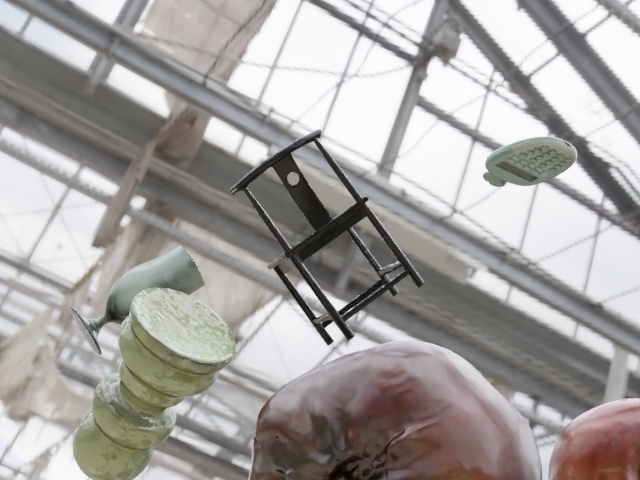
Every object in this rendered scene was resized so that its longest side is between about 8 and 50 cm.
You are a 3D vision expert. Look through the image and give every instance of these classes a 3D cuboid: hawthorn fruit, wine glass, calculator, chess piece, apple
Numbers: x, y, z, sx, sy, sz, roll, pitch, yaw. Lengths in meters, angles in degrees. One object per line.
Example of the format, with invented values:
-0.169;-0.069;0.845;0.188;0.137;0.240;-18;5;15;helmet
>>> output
0.073;0.250;1.038;0.308;0.308;0.325;17;-10;6;hawthorn fruit
-0.285;0.090;1.635;0.093;0.202;0.093;47;-24;28;wine glass
0.282;-0.105;1.417;0.095;0.021;0.153;22;-24;-27;calculator
-0.226;0.199;1.294;0.144;0.144;0.251;28;-69;-14;chess piece
0.507;0.389;1.723;0.260;0.261;0.216;26;-17;-11;apple

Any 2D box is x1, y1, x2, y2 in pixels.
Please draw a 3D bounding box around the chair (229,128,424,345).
0.000;0.000;1.443;0.260;0.154;0.141;55;-17;0;chair
